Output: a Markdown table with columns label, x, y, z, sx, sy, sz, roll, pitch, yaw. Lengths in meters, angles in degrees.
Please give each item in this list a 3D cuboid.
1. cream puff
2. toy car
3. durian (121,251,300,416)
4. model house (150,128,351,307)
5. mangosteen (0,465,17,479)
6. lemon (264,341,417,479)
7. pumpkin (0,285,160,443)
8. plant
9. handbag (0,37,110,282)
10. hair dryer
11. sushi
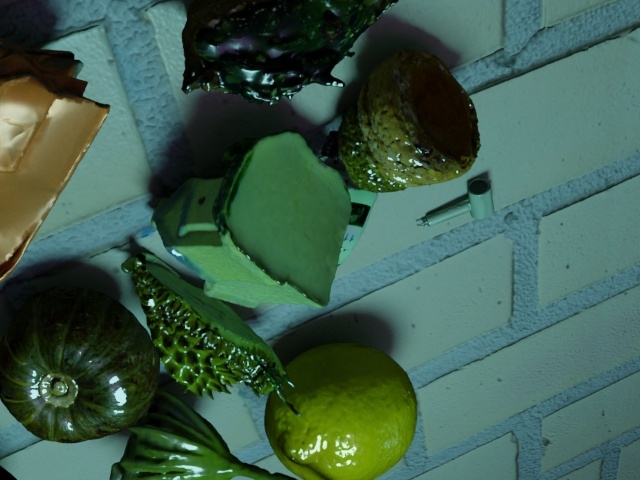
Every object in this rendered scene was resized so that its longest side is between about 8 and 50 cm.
| label | x | y | z | sx | sy | sz | roll | pitch | yaw |
| --- | --- | --- | --- | --- | --- | --- | --- | --- | --- |
| cream puff | 0.089 | -0.137 | 1.363 | 0.169 | 0.183 | 0.183 | -24 | 151 | 39 |
| toy car | 0.000 | 0.000 | 1.496 | 0.090 | 0.076 | 0.224 | 6 | 128 | -39 |
| durian | -0.162 | 0.143 | 1.491 | 0.106 | 0.132 | 0.375 | -34 | 126 | 14 |
| model house | -0.102 | -0.025 | 1.347 | 0.189 | 0.195 | 0.214 | -12 | 147 | 39 |
| mangosteen | -0.516 | 0.442 | 1.429 | 0.307 | 0.347 | 0.307 | -1 | 92 | -29 |
| lemon | 0.035 | 0.274 | 1.688 | 0.236 | 0.236 | 0.263 | -36 | 168 | 6 |
| pumpkin | -0.319 | 0.164 | 1.404 | 0.219 | 0.162 | 0.219 | 0 | 117 | -1 |
| plant | -0.138 | 0.316 | 1.595 | 0.333 | 0.180 | 0.251 | -8 | 144 | 14 |
| handbag | -0.440 | -0.084 | 1.011 | 0.410 | 0.116 | 0.303 | 6 | 131 | -47 |
| hair dryer | 0.202 | -0.048 | 1.614 | 0.124 | 0.038 | 0.063 | -20 | 139 | -2 |
| sushi | -0.030 | -0.225 | 1.182 | 0.287 | 0.140 | 0.149 | -17 | 133 | -16 |
